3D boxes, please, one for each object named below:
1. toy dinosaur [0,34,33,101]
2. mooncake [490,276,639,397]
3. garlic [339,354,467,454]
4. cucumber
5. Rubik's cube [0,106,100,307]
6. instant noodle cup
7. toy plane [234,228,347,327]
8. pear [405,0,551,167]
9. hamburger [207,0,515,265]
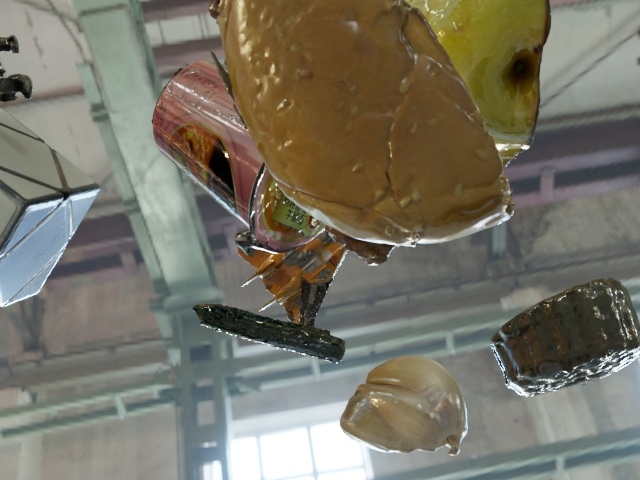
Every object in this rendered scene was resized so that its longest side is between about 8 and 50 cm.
[{"bbox_3d":[-0.462,-0.197,1.267,0.179,0.187,0.087,-10,-64,1],"label":"toy dinosaur"},{"bbox_3d":[0.378,0.156,1.536,0.228,0.124,0.228,-19,-19,-7],"label":"mooncake"},{"bbox_3d":[0.173,0.311,1.921,0.228,0.217,0.110,19,-41,20],"label":"garlic"},{"bbox_3d":[-0.071,0.133,1.474,0.256,0.043,0.044,19,-24,-30],"label":"cucumber"},{"bbox_3d":[-0.462,-0.041,1.358,0.207,0.205,0.205,39,-73,6],"label":"Rubik's cube"},{"bbox_3d":[-0.099,-0.138,1.444,0.244,0.255,0.244,-35,-38,-34],"label":"instant noodle cup"},{"bbox_3d":[0.006,-0.003,1.607,0.316,0.103,0.204,-40,-96,29],"label":"toy plane"},{"bbox_3d":[0.128,-0.245,1.204,0.191,0.386,0.340,0,-71,-3],"label":"pear"},{"bbox_3d":[0.028,-0.109,0.816,0.282,0.245,0.155,13,-8,3],"label":"hamburger"}]
